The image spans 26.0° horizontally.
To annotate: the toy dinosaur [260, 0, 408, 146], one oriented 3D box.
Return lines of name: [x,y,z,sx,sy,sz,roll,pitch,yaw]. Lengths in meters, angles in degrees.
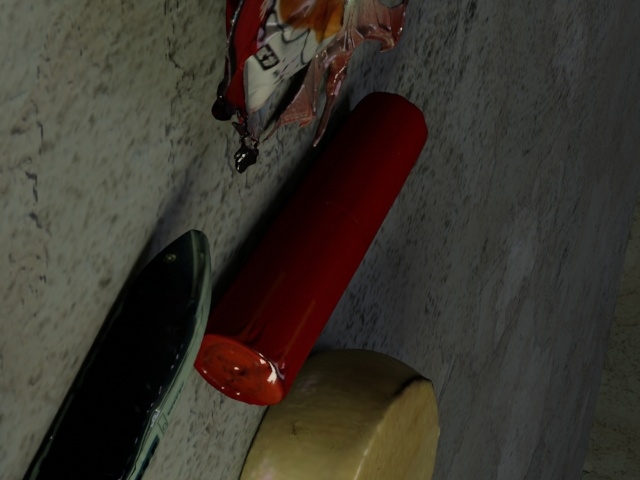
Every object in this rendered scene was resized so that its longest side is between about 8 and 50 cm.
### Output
toy dinosaur: [0.015,-0.138,0.977,0.220,0.032,0.108,-47,151,-36]

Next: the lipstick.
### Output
lipstick: [-0.001,-0.001,0.977,0.073,0.073,0.280,87,26,-42]

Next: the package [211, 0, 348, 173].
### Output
package: [-0.022,-0.146,0.759,0.269,0.071,0.194,89,12,-76]

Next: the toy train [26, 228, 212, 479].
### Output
toy train: [-0.113,0.107,0.767,0.048,0.055,0.252,71,39,-58]

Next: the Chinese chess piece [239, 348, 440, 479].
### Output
Chinese chess piece: [0.012,0.211,1.133,0.251,0.097,0.251,15,90,-70]
